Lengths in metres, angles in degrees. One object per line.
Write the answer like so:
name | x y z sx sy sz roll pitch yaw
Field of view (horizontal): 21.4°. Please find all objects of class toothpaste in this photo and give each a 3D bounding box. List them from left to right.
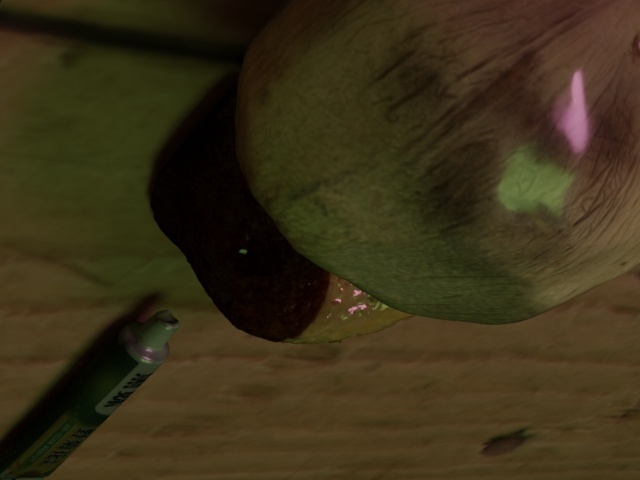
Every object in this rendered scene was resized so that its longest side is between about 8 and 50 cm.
toothpaste | -0.147 0.102 1.049 0.049 0.031 0.204 6 142 -42

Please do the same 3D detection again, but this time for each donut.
donut | 0.001 -0.001 0.933 0.141 0.085 0.217 -41 148 28

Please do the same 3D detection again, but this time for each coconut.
coconut | 0.077 -0.071 0.761 0.224 0.224 0.224 -18 150 -11
